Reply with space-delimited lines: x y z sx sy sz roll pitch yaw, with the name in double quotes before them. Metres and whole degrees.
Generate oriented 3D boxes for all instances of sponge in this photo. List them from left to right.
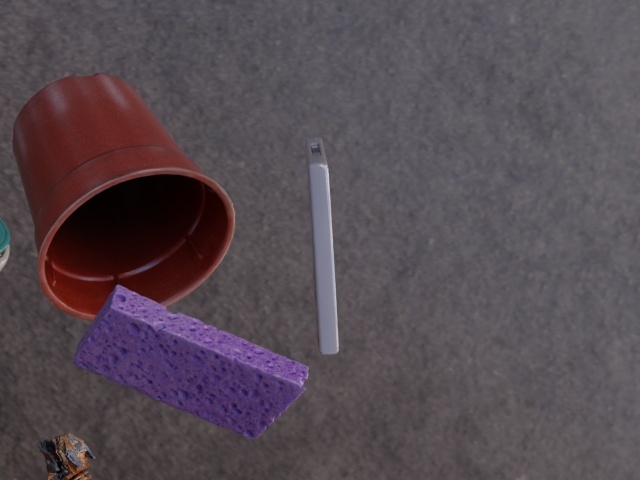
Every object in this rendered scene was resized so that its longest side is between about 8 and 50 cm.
"sponge" -0.130 0.125 1.111 0.210 0.117 0.031 25 45 -15

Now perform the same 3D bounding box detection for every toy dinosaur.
"toy dinosaur" -0.404 0.473 1.759 0.164 0.218 0.321 36 44 -66

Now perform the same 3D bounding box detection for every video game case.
"video game case" 0.000 0.000 1.366 0.026 0.206 0.227 -4 104 -1

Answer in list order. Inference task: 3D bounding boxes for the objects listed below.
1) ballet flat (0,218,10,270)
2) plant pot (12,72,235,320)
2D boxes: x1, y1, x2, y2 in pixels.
"ballet flat" -0.507 -0.090 1.217 0.139 0.139 0.400 -41 89 -20
"plant pot" -0.293 -0.077 1.546 0.272 0.265 0.272 -19 141 -17
